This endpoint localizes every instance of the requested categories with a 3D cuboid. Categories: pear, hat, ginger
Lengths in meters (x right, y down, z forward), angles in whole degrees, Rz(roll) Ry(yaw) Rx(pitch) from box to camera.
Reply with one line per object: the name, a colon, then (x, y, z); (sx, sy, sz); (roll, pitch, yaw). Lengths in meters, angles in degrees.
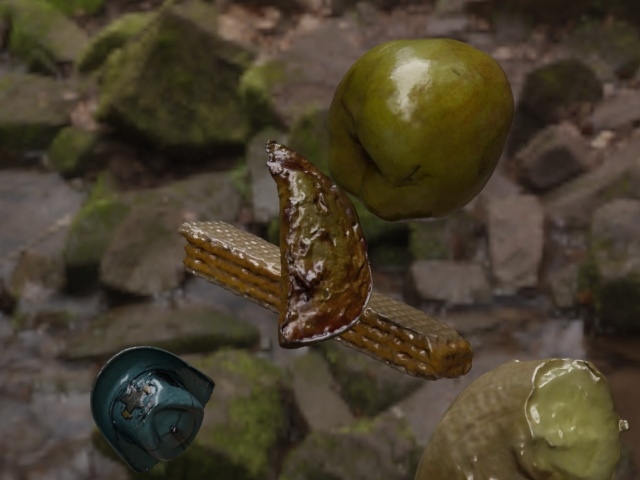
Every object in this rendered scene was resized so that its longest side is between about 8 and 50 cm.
pear: (0.103, -0.116, 1.571); (0.200, 0.200, 0.200); (-2, 31, 1)
hat: (-0.180, 0.201, 1.732); (0.078, 0.191, 0.138); (35, 82, 38)
ginger: (0.161, 0.216, 1.358); (0.138, 0.267, 0.152); (10, 25, -36)

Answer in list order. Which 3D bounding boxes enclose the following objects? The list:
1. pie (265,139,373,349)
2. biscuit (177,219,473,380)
pie: (0.002, 0.002, 1.239); (0.088, 0.033, 0.191); (10, 59, -28)
biscuit: (-0.002, 0.066, 1.715); (0.378, 0.054, 0.094); (23, 14, 30)
